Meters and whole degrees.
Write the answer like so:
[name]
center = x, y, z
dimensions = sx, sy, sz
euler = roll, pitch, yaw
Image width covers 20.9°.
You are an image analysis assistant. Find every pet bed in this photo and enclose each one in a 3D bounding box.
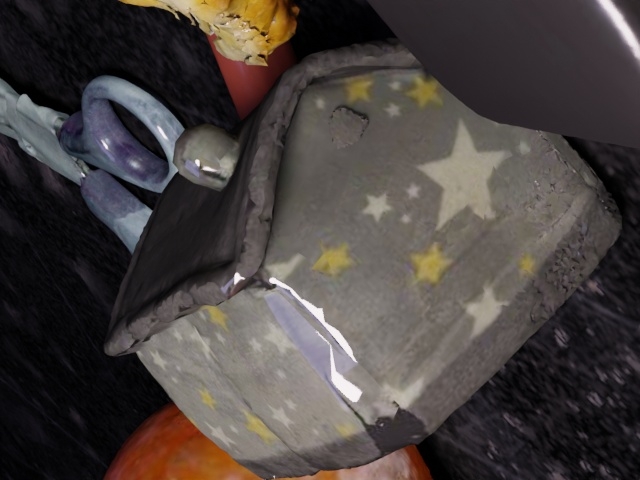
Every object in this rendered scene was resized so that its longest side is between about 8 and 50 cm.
[pet bed]
center = 0.000, 0.000, 0.792
dimensions = 0.159, 0.183, 0.211
euler = 50, 158, -7

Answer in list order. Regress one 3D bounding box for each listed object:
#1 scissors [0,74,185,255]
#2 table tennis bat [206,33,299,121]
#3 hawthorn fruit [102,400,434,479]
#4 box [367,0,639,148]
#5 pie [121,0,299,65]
[scissors]
center = -0.201, -0.075, 1.246
dimensions = 0.383, 0.029, 0.256
euler = 31, 152, 34
[table tennis bat]
center = -0.070, -0.188, 0.821
dimensions = 0.200, 0.038, 0.310
euler = 26, 145, 49
[hawthorn fruit]
center = -0.030, 0.186, 1.126
dimensions = 0.235, 0.263, 0.231
euler = 1, 122, 2
[box]
center = 0.013, -0.157, 0.549
dimensions = 0.290, 0.073, 0.289
euler = 52, 179, -8
[pie]
center = -0.116, -0.200, 0.668
dimensions = 0.308, 0.085, 0.308
euler = 59, -177, -5
